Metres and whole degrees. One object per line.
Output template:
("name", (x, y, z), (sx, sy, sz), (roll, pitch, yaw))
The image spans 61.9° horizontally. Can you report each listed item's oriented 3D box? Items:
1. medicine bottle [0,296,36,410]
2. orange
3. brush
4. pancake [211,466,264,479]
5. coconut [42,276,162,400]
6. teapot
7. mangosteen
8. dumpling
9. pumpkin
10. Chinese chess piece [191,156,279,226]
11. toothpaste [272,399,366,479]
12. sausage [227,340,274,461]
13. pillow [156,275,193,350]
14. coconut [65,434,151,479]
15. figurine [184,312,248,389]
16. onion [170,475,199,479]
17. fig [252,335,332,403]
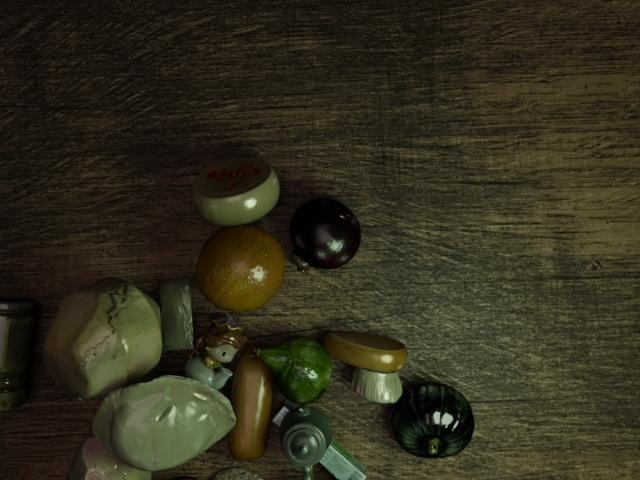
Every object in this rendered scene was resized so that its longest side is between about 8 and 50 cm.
("medicine bottle", (-0.976, 0.343, 1.644), (0.151, 0.151, 0.323), (7, 88, 0))
("orange", (-0.237, 0.083, 1.592), (0.273, 0.274, 0.275), (0, 88, 0))
("brush", (0.130, 0.382, 1.643), (0.266, 0.174, 0.166), (11, 97, 14))
("pancake", (-0.256, 0.832, 1.689), (0.211, 0.029, 0.235), (-24, 88, -1))
("coconut", (-0.613, 0.279, 1.568), (0.352, 0.352, 0.353), (0, 88, 0))
("teapot", (-0.044, 0.595, 1.554), (0.162, 0.149, 0.240), (-4, 89, 0))
("mangosteen", (0.000, 0.000, 1.628), (0.228, 0.228, 0.265), (36, 120, 1))
("dumpling", (-0.424, 0.496, 1.496), (0.394, 0.233, 0.316), (12, 126, -18))
("pumpkin", (0.338, 0.556, 1.611), (0.249, 0.216, 0.250), (6, 121, 10))
("Chinese chess piece", (-0.256, -0.151, 1.607), (0.273, 0.273, 0.102), (-13, 126, 0))
("toothpaste", (-0.004, 0.638, 1.668), (0.336, 0.081, 0.067), (41, 89, 1))
("sausage", (-0.215, 0.494, 1.661), (0.134, 0.116, 0.355), (3, 84, 12))
("pillow", (-0.458, 0.231, 1.677), (0.148, 0.050, 0.230), (-7, 87, 27))
("coconut", (-0.634, 0.675, 1.587), (0.230, 0.227, 0.227), (-5, 88, -30))
("figurine", (-0.325, 0.351, 1.648), (0.189, 0.142, 0.264), (29, 92, 34))
("onion", (-0.450, 0.833, 1.570), (0.221, 0.281, 0.281), (41, 89, 26))
("fig", (-0.094, 0.379, 1.588), (0.235, 0.203, 0.203), (21, 88, -38))
